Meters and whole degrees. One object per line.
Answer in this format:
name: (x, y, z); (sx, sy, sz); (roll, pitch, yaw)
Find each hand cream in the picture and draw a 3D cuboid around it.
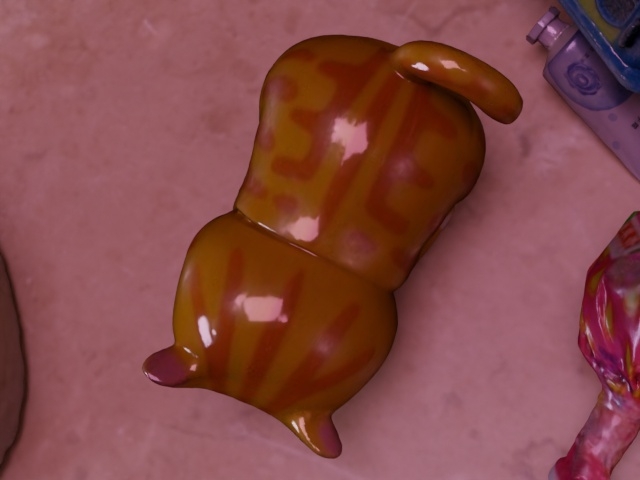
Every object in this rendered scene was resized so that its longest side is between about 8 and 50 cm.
hand cream: (0.208, -0.111, 0.804); (0.142, 0.053, 0.084); (41, 93, 9)

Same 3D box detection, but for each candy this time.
candy: (0.163, 0.149, 0.735); (0.124, 0.124, 0.365); (34, 95, 19)

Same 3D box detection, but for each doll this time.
doll: (0.005, -0.009, 0.772); (0.166, 0.162, 0.269); (25, 94, 3)

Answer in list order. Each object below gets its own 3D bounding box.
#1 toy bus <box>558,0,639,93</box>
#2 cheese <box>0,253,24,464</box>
toy bus: (0.208, -0.276, 0.754); (0.152, 0.190, 0.312); (-22, 69, -26)
cheese: (-0.388, 0.075, 0.851); (0.292, 0.153, 0.332); (-30, 70, 5)
